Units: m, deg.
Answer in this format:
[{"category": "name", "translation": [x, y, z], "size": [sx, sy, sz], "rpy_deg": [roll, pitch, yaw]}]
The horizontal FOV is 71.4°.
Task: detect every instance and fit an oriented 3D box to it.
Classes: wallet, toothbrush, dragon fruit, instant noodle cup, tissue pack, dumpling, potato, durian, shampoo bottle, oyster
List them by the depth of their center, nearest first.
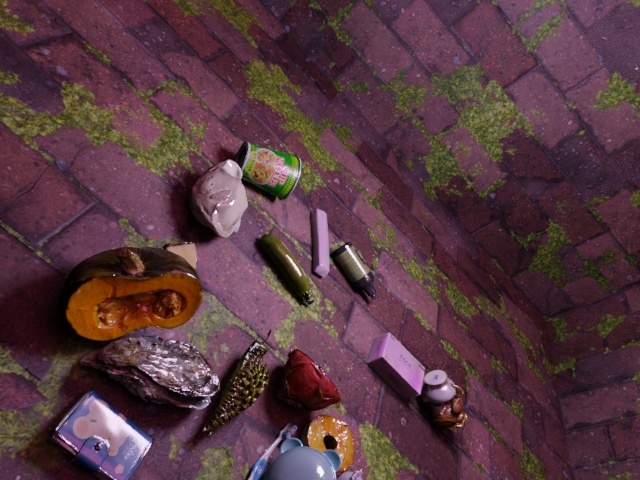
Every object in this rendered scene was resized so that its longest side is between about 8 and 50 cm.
[{"category": "wallet", "translation": [-0.499, 0.454, 1.017], "size": [0.202, 0.059, 0.141], "rpy_deg": [48, 29, -13]}, {"category": "oyster", "translation": [-0.426, 0.334, 1.148], "size": [0.351, 0.158, 0.162], "rpy_deg": [22, 4, -28]}, {"category": "toothbrush", "translation": [-0.184, 0.651, 1.248], "size": [0.040, 0.040, 0.386], "rpy_deg": [55, 39, 0]}, {"category": "durian", "translation": [-0.221, 0.421, 1.308], "size": [0.107, 0.132, 0.375], "rpy_deg": [37, 43, -4]}, {"category": "potato", "translation": [-0.441, 0.063, 1.397], "size": [0.096, 0.066, 0.103], "rpy_deg": [-2, 67, -33]}, {"category": "dragon fruit", "translation": [-0.059, 0.476, 1.425], "size": [0.148, 0.218, 0.223], "rpy_deg": [-40, 136, -26]}, {"category": "dumpling", "translation": [-0.359, -0.125, 1.601], "size": [0.242, 0.187, 0.318], "rpy_deg": [74, 17, -56]}, {"category": "instant noodle cup", "translation": [-0.231, -0.296, 1.843], "size": [0.233, 0.207, 0.207], "rpy_deg": [18, 49, -29]}, {"category": "tissue pack", "translation": [0.322, 0.530, 1.870], "size": [0.246, 0.092, 0.148], "rpy_deg": [46, 37, -13]}, {"category": "shampoo bottle", "translation": [0.170, 0.145, 2.002], "size": [0.283, 0.101, 0.101], "rpy_deg": [56, 35, 1]}]

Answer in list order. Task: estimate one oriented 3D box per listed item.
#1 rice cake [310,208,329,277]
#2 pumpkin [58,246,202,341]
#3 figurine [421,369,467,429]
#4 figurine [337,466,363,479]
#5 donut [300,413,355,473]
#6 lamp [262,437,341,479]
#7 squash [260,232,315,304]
[{"category": "rice cake", "translation": [0.000, 0.000, 1.964], "size": [0.073, 0.056, 0.364], "rpy_deg": [29, 43, -34]}, {"category": "pumpkin", "translation": [-0.490, 0.098, 1.146], "size": [0.325, 0.242, 0.232], "rpy_deg": [-4, 32, -30]}, {"category": "figurine", "translation": [0.527, 0.690, 1.898], "size": [0.142, 0.190, 0.263], "rpy_deg": [-40, 114, -51]}, {"category": "figurine", "translation": [0.058, 0.771, 1.349], "size": [0.143, 0.143, 0.271], "rpy_deg": [56, 22, 1]}, {"category": "donut", "translation": [0.017, 0.658, 1.434], "size": [0.190, 0.075, 0.174], "rpy_deg": [24, 46, -28]}, {"category": "lamp", "translation": [-0.067, 0.698, 1.208], "size": [0.147, 0.210, 0.284], "rpy_deg": [56, 46, -54]}, {"category": "squash", "translation": [-0.120, 0.109, 1.715], "size": [0.331, 0.087, 0.087], "rpy_deg": [56, 35, -1]}]
